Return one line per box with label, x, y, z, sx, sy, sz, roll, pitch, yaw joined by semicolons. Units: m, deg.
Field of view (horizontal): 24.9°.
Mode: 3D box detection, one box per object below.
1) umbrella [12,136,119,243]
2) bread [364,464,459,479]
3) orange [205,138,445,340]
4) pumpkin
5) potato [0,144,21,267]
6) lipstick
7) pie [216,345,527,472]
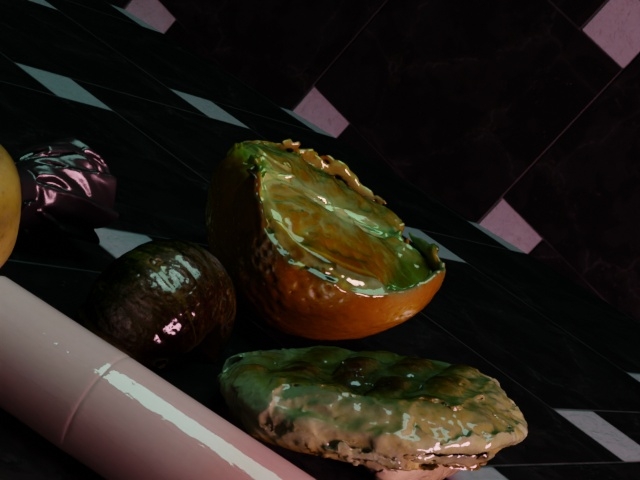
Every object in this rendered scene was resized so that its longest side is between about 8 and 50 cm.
umbrella;-0.330;-0.040;1.435;0.118;0.118;0.340;34;23;25
bread;0.097;0.209;1.407;0.073;0.053;0.214;14;7;27
orange;-0.003;0.009;1.697;0.263;0.196;0.334;6;17;-25
pumpkin;-0.145;0.054;1.413;0.119;0.107;0.183;38;16;17
potato;-0.372;-0.049;1.216;0.228;0.148;0.197;10;58;-28
lipstick;-0.134;0.145;1.090;0.327;0.087;0.087;31;12;13
pie;0.050;0.149;1.344;0.306;0.071;0.306;5;6;-1
